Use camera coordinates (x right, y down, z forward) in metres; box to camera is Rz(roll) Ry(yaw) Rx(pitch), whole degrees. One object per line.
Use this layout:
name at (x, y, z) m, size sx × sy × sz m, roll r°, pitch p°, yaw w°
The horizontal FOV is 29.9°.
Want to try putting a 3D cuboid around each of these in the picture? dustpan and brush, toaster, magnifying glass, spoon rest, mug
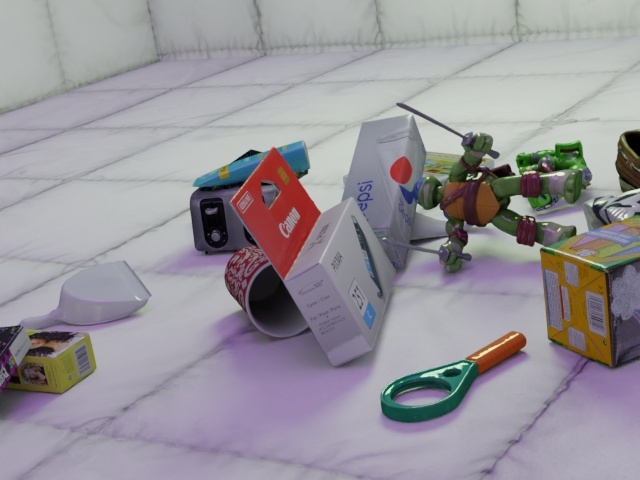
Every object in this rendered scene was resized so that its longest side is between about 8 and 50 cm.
dustpan and brush at (-0.388, 0.102, 1.892) m, size 0.211 × 0.060 × 0.147 m, roll -10°, pitch 29°, yaw -25°
toaster at (-0.126, -0.056, 2.146) m, size 0.168 × 0.110 × 0.186 m, roll -3°, pitch 18°, yaw 17°
magnifying glass at (0.166, 0.162, 1.454) m, size 0.231 × 0.026 × 0.092 m, roll -22°, pitch 21°, yaw -37°
spoon rest at (0.165, -0.035, 2.019) m, size 0.276 × 0.084 × 0.137 m, roll -20°, pitch 15°, yaw 11°
mug at (-0.064, 0.078, 1.751) m, size 0.113 × 0.150 × 0.169 m, roll -51°, pitch 21°, yaw -4°

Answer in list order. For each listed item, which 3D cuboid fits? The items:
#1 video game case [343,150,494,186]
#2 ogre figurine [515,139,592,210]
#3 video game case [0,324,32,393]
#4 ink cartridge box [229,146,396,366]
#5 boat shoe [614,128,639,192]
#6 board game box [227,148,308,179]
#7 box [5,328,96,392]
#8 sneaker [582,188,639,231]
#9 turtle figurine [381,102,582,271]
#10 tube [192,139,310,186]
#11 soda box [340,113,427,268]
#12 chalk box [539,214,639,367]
video game case at (0.193, -0.133, 2.369) m, size 0.206 × 0.026 × 0.227 m, roll -22°, pitch 20°, yaw -34°
ogre figurine at (0.410, -0.119, 2.101) m, size 0.118 × 0.097 × 0.197 m, roll -18°, pitch 4°, yaw 11°
video game case at (-0.524, 0.196, 1.573) m, size 0.232 × 0.042 × 0.210 m, roll -7°, pitch 32°, yaw 18°
ink cartridge box at (0.000, 0.000, 1.656) m, size 0.066 × 0.261 × 0.296 m, roll -28°, pitch 12°, yaw 17°
boat shoe at (0.566, -0.117, 1.961) m, size 0.110 × 0.104 × 0.307 m, roll -19°, pitch 15°, yaw -13°
board game box at (-0.124, -0.119, 2.275) m, size 0.126 × 0.026 × 0.186 m, roll 12°, pitch -22°, yaw -30°
box at (-0.435, 0.166, 1.691) m, size 0.232 × 0.058 × 0.087 m, roll 0°, pitch 20°, yaw 27°
sneaker at (0.495, -0.029, 1.768) m, size 0.153 × 0.094 × 0.235 m, roll -18°, pitch 8°, yaw -1°
turtle figurine at (0.244, -0.052, 1.801) m, size 0.266 × 0.198 × 0.275 m, roll 8°, pitch -18°, yaw 22°
tube at (-0.122, -0.126, 2.111) m, size 0.207 × 0.052 × 0.080 m, roll -14°, pitch 8°, yaw 4°
soda box at (0.101, -0.080, 1.951) m, size 0.098 × 0.091 × 0.286 m, roll -7°, pitch 42°, yaw 22°
chalk box at (0.401, 0.053, 1.500) m, size 0.213 × 0.132 × 0.132 m, roll -16°, pitch 19°, yaw -25°
